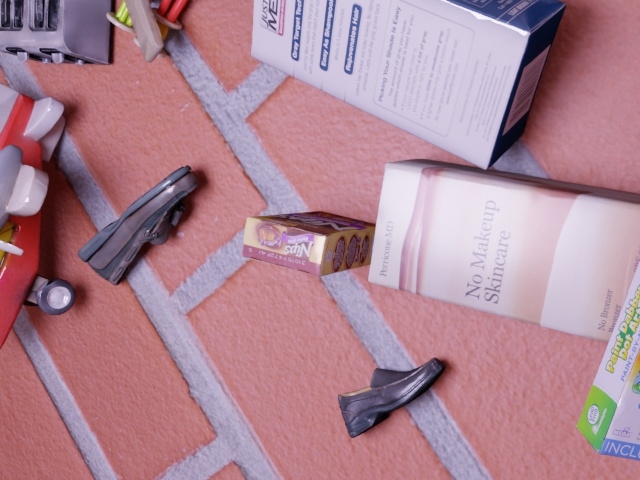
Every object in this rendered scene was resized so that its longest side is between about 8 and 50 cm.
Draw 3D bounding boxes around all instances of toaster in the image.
[{"bbox_3d":[-0.412,-0.368,1.139,0.168,0.110,0.186,10,99,26],"label":"toaster"}]

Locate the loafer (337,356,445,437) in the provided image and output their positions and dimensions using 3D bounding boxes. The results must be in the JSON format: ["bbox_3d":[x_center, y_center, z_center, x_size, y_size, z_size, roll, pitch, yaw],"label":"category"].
[{"bbox_3d":[0.087,0.194,0.955,0.170,0.062,0.061,-39,72,24],"label":"loafer"}]

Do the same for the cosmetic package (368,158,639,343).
[{"bbox_3d":[0.219,0.003,0.825,0.296,0.129,0.153,12,102,27],"label":"cosmetic package"}]

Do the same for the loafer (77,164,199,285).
[{"bbox_3d":[-0.264,-0.019,1.118,0.267,0.096,0.084,-32,99,34],"label":"loafer"}]

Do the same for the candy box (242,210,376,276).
[{"bbox_3d":[0.000,0.000,0.910,0.109,0.186,0.053,14,102,26],"label":"candy box"}]

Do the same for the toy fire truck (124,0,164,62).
[{"bbox_3d":[-0.278,-0.384,0.968,0.217,0.246,0.159,-12,47,63],"label":"toy fire truck"}]

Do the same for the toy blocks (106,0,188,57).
[{"bbox_3d":[-0.241,-0.365,1.080,0.123,0.054,0.148,43,111,20],"label":"toy blocks"}]

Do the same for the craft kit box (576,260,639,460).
[{"bbox_3d":[0.407,0.107,0.704,0.249,0.061,0.247,13,106,-10],"label":"craft kit box"}]

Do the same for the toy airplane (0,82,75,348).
[{"bbox_3d":[-0.536,-0.066,1.141,0.386,0.272,0.384,-55,50,36],"label":"toy airplane"}]

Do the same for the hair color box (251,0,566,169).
[{"bbox_3d":[0.084,-0.242,0.852,0.347,0.105,0.174,30,137,22],"label":"hair color box"}]
